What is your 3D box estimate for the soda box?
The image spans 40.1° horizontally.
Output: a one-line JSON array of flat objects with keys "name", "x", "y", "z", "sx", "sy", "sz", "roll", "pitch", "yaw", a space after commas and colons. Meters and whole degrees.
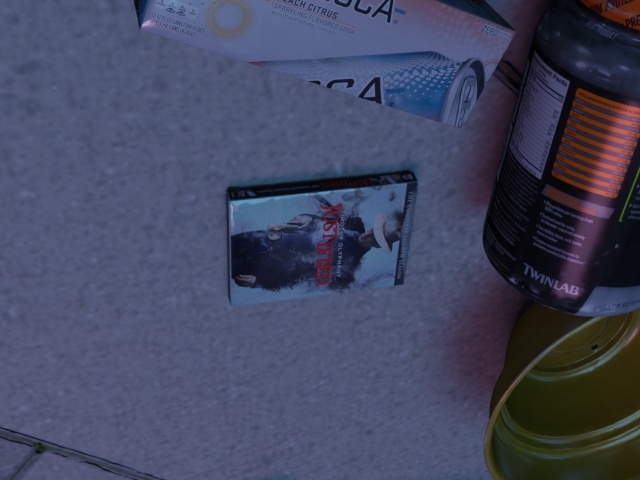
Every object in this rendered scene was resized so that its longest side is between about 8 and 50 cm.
[{"name": "soda box", "x": 0.002, "y": -0.116, "z": 0.436, "sx": 0.183, "sy": 0.058, "sz": 0.063, "roll": 12, "pitch": 123, "yaw": -25}]

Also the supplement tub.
[{"name": "supplement tub", "x": 0.166, "y": -0.061, "z": 0.495, "sx": 0.116, "sy": 0.117, "sz": 0.191, "roll": -4, "pitch": 129, "yaw": -15}]

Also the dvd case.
[{"name": "dvd case", "x": 0.000, "y": 0.000, "z": 0.558, "sx": 0.119, "sy": 0.013, "sz": 0.087, "roll": -7, "pitch": 129, "yaw": -14}]

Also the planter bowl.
[{"name": "planter bowl", "x": 0.206, "y": 0.089, "z": 0.645, "sx": 0.217, "sy": 0.090, "sz": 0.217, "roll": -9, "pitch": 130, "yaw": -11}]
